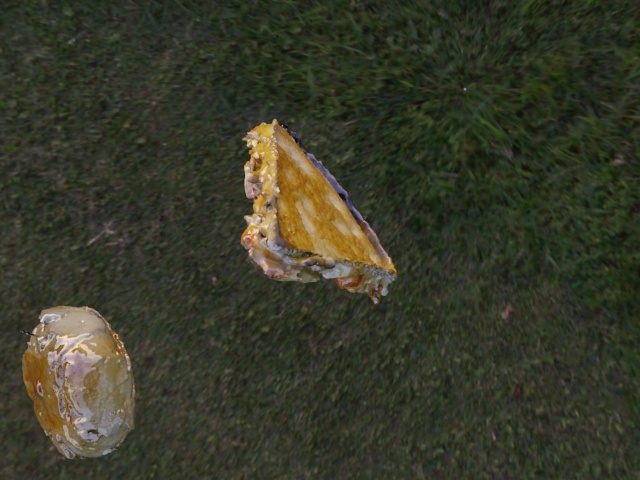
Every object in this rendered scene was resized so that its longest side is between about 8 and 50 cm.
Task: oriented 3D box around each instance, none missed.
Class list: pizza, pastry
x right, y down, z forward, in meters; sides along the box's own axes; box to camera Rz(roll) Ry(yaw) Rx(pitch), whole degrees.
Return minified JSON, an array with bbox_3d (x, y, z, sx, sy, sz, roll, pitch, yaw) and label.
[{"bbox_3d":[0.000,0.000,1.030,0.074,0.288,0.251,-38,116,23],"label":"pizza"},{"bbox_3d":[-0.234,0.137,0.838,0.153,0.081,0.153,23,124,39],"label":"pastry"}]
